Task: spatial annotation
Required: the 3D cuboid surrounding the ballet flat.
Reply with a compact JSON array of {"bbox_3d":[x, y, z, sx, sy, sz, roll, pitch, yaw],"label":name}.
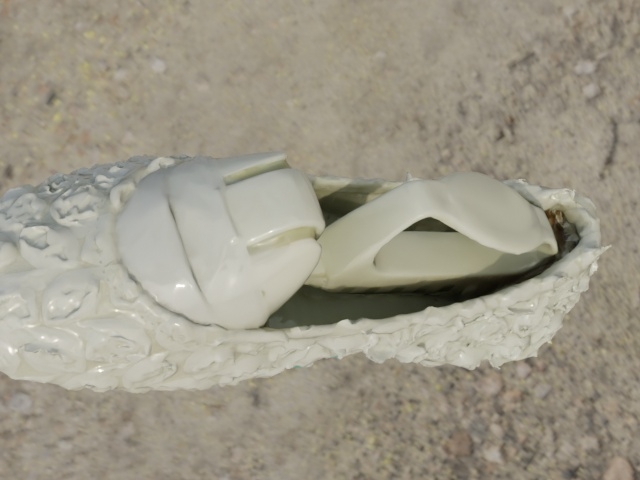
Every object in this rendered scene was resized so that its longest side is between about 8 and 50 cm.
[{"bbox_3d":[0.000,0.000,0.684,0.147,0.408,0.147,1,91,58],"label":"ballet flat"}]
